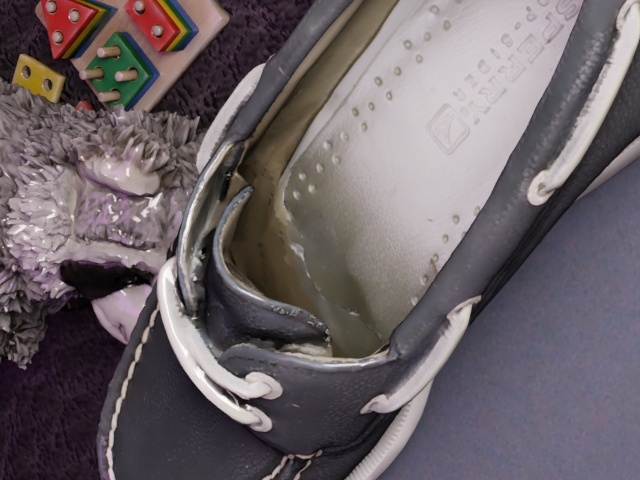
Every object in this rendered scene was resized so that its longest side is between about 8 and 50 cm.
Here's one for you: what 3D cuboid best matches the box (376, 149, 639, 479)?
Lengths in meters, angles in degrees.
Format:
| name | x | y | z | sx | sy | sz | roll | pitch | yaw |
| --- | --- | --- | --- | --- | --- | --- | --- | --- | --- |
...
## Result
| name | x | y | z | sx | sy | sz | roll | pitch | yaw |
| --- | --- | --- | --- | --- | --- | --- | --- | --- | --- |
| box | 0.300 | 0.032 | 0.559 | 0.479 | 0.471 | 0.297 | -12 | 93 | 37 |

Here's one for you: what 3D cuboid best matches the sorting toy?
| name | x | y | z | sx | sy | sz | roll | pitch | yaw |
| --- | --- | --- | --- | --- | --- | --- | --- | --- | --- |
| sorting toy | -0.163 | -0.168 | 1.064 | 0.274 | 0.046 | 0.132 | -44 | 77 | 30 |

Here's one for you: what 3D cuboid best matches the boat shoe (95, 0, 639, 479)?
| name | x | y | z | sx | sy | sz | roll | pitch | yaw |
| --- | --- | --- | --- | --- | --- | --- | --- | --- | --- |
| boat shoe | 0.000 | 0.000 | 0.415 | 0.114 | 0.091 | 0.302 | 47 | 121 | 20 |

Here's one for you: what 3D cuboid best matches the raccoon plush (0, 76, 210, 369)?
| name | x | y | z | sx | sy | sz | roll | pitch | yaw |
| --- | --- | --- | --- | --- | --- | --- | --- | --- | --- |
| raccoon plush | -0.247 | -0.100 | 0.983 | 0.299 | 0.216 | 0.446 | -37 | 93 | 35 |
